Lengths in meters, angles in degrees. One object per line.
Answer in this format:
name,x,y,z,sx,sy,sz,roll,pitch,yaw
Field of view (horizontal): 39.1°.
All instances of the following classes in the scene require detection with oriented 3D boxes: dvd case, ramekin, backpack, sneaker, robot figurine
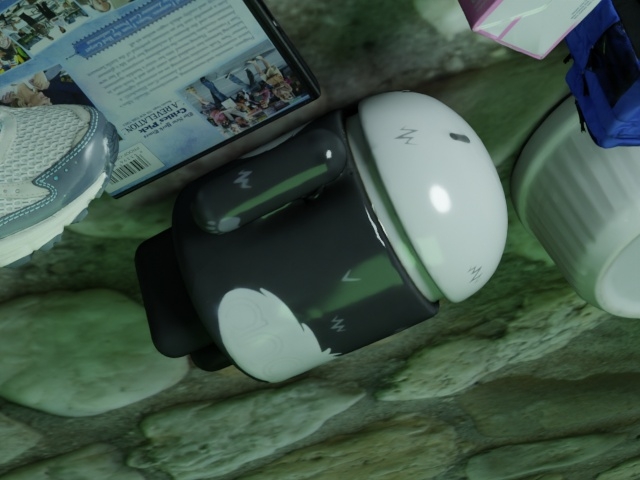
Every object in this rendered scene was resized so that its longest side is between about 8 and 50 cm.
dvd case,-0.128,-0.129,0.572,0.180,0.022,0.253,-25,145,12
ramekin,0.316,-0.040,0.788,0.273,0.127,0.273,-11,145,-8
backpack,0.219,-0.129,0.629,0.098,0.120,0.101,0,153,-26
sneaker,-0.267,-0.044,0.547,0.283,0.110,0.122,-11,136,4
robot figurine,0.000,-0.001,0.680,0.278,0.209,0.173,-25,103,14

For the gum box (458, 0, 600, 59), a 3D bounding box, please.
gum box,0.147,-0.208,0.495,0.062,0.107,0.188,12,137,-35
